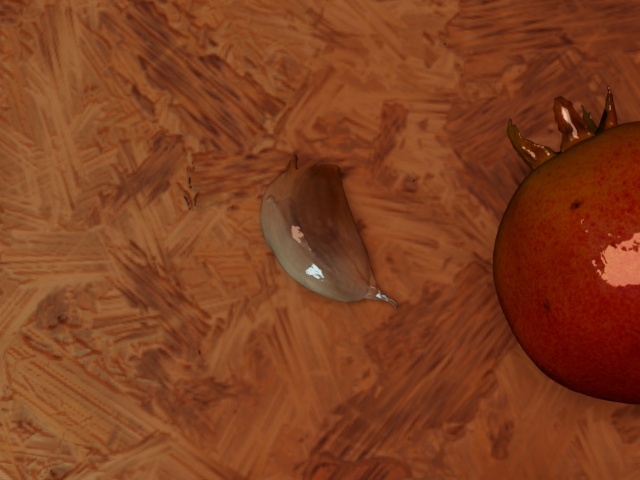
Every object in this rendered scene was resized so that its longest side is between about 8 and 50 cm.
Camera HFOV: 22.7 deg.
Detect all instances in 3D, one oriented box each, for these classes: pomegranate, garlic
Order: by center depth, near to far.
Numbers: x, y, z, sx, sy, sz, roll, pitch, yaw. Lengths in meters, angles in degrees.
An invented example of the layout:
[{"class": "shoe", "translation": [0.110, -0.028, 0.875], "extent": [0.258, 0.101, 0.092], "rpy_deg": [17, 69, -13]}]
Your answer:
[{"class": "pomegranate", "translation": [0.234, 0.000, 1.240], "extent": [0.221, 0.221, 0.257], "rpy_deg": [-31, 71, 2]}, {"class": "garlic", "translation": [-0.002, -0.001, 1.339], "extent": [0.084, 0.066, 0.152], "rpy_deg": [-22, 77, 2]}]
